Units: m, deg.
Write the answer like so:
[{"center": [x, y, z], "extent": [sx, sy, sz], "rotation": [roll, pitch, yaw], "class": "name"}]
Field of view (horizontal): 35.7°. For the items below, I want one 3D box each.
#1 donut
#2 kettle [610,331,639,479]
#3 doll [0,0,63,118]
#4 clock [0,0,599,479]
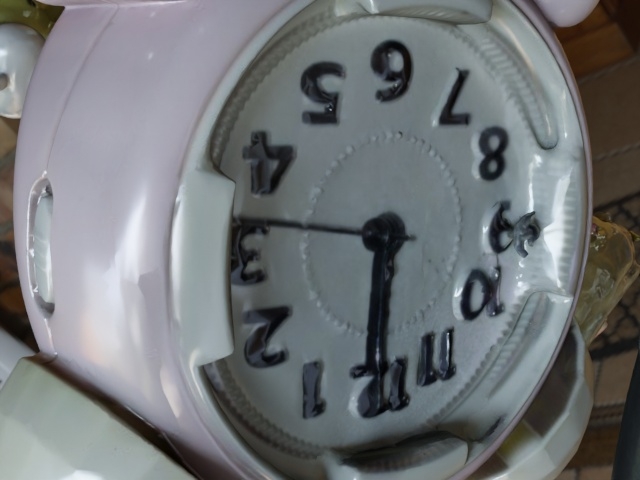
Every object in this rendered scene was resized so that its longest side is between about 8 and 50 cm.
[{"center": [0.212, 0.096, 1.069], "extent": [0.307, 0.150, 0.371], "rotation": [-60, -17, 19], "class": "donut"}, {"center": [0.239, 0.162, 0.448], "extent": [0.207, 0.251, 0.271], "rotation": [-90, 11, -67], "class": "kettle"}, {"center": [-0.210, -0.134, 0.653], "extent": [0.106, 0.062, 0.162], "rotation": [0, 34, -13], "class": "doll"}, {"center": [0.000, 0.000, 0.497], "extent": [0.342, 0.325, 0.184], "rotation": [-6, 7, -32], "class": "clock"}]
